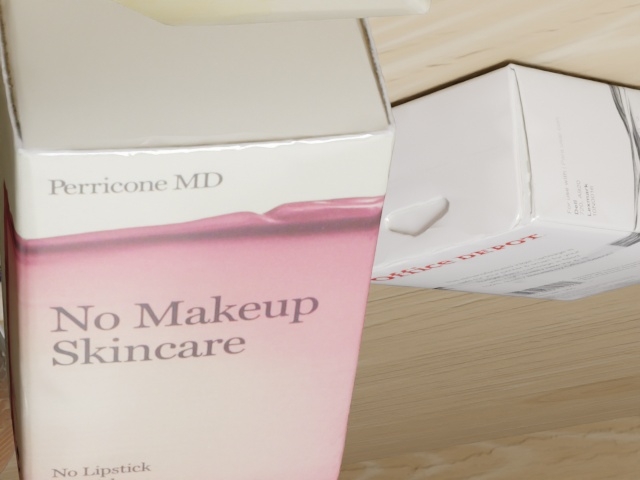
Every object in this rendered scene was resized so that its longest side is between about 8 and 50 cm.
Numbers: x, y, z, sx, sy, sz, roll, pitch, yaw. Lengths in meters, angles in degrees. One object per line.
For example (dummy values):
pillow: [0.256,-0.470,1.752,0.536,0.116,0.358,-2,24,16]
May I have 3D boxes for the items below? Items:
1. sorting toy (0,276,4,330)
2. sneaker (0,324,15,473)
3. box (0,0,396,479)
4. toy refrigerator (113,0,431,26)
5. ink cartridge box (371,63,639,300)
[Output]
sorting toy: [-0.211,0.036,1.265,0.257,0.089,0.255,5,165,-41]
sneaker: [-0.270,0.032,1.039,0.123,0.106,0.290,18,154,43]
box: [-0.062,-0.002,0.822,0.149,0.126,0.232,-4,138,-11]
toy refrigerator: [-0.042,-0.119,0.459,0.094,0.102,0.269,-1,179,13]
ink cartridge box: [0.129,-0.027,1.107,0.219,0.092,0.160,7,163,-44]
